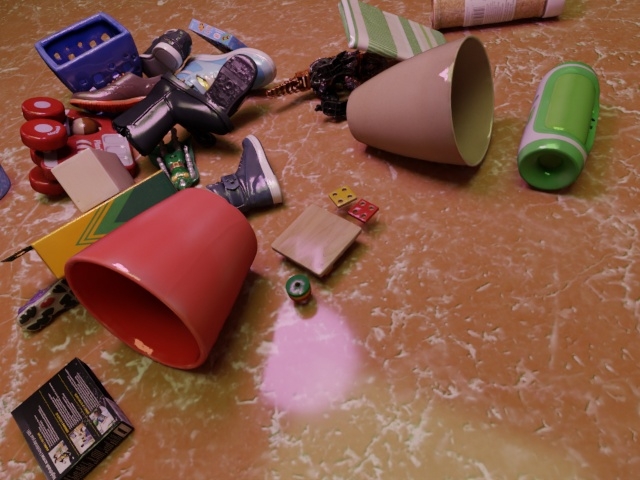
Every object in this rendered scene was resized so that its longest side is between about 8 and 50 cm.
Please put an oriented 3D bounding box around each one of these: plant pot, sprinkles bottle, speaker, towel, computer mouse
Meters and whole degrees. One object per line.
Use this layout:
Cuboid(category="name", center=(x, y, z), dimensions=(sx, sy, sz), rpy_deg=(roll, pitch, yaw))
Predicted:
Cuboid(category="plant pot", center=(0.203, -0.288, 1.011), dimensions=(0.274, 0.256, 0.256), rpy_deg=(5, 51, 36))
Cuboid(category="plant pot", center=(-0.665, -0.513, 1.390), dimensions=(0.236, 0.212, 0.236), rpy_deg=(-37, 52, -17))
Cuboid(category="sprinkles bottle", center=(0.502, -0.687, 1.322), dimensions=(0.355, 0.121, 0.121), rpy_deg=(-2, 51, 12))
Cuboid(category="speaker", center=(0.500, -0.246, 0.964), dimensions=(0.131, 0.131, 0.297), rpy_deg=(15, 56, 23))
Cuboid(category="towel", center=(0.209, -0.531, 1.223), dimensions=(0.324, 0.038, 0.248), rpy_deg=(10, 48, -20))
Cuboid(category="plant pot", center=(-0.255, 0.052, 0.829), dimensions=(0.274, 0.275, 0.243), rpy_deg=(13, 46, 22))
Cuboid(category="computer mouse", center=(-0.288, -0.392, 1.229), dimensions=(0.184, 0.060, 0.262), rpy_deg=(35, 97, 6))

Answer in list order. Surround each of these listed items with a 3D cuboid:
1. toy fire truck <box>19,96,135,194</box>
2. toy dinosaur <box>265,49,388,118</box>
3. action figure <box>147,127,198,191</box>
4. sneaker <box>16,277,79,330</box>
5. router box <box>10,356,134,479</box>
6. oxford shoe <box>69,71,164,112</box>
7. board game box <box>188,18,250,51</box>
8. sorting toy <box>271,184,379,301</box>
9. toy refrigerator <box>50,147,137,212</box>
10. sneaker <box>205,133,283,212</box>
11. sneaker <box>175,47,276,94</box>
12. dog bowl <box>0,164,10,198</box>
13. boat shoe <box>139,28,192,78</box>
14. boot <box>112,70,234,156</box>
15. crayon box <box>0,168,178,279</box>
Cuboid(category="toy fire truck", center=(-0.640, -0.258, 1.234), dimensions=(0.253, 0.169, 0.302), rpy_deg=(-6, 44, -26))
Cuboid(category="toy dinosaur", center=(0.026, -0.423, 1.234), dimensions=(0.322, 0.164, 0.218), rpy_deg=(-32, 35, 10))
Cuboid(category="action figure", center=(-0.366, -0.197, 1.169), dimensions=(0.137, 0.063, 0.232), rpy_deg=(-23, 54, -10))
Cuboid(category="sneaker", center=(-0.553, 0.110, 0.960), dimensions=(0.170, 0.068, 0.071), rpy_deg=(-37, 42, -19))
Cuboid(category="router box", center=(-0.422, 0.304, 0.782), dimensions=(0.179, 0.046, 0.133), rpy_deg=(33, 65, 33))
Cuboid(category="oxford shoe", center=(-0.571, -0.425, 1.319), dimensions=(0.271, 0.098, 0.097), rpy_deg=(-12, 8, -26))
Cuboid(category="board game box", center=(-0.281, -0.597, 1.410), dimensions=(0.211, 0.160, 0.039), rpy_deg=(37, 101, 34))
Cuboid(category="sorting toy", center=(0.000, 0.000, 0.930), dimensions=(0.132, 0.046, 0.274), rpy_deg=(28, 63, 30))
Cuboid(category="toy refrigerator", center=(-0.489, -0.132, 1.019), dimensions=(0.094, 0.102, 0.269), rpy_deg=(-33, 15, -7))
Cuboid(category="sneaker", center=(-0.196, -0.152, 1.073), dimensions=(0.163, 0.086, 0.226), rpy_deg=(-20, 51, -7))
Cuboid(category="sneaker", center=(-0.289, -0.432, 1.299), dimensions=(0.319, 0.127, 0.208), rpy_deg=(5, 50, 29))
Cuboid(category="dog bowl", center=(-0.985, -0.171, 1.277), dimensions=(0.297, 0.074, 0.166), rpy_deg=(20, 59, 25))
Cuboid(category="boat shoe", center=(-0.465, -0.550, 1.389), dimensions=(0.302, 0.114, 0.091), rpy_deg=(12, 65, 50))
Cuboid(category="boot", center=(-0.365, -0.281, 1.140), dimensions=(0.246, 0.094, 0.207), rpy_deg=(36, 78, 12))
Cuboid(category="crayon box", center=(-0.456, -0.018, 0.941), dimensions=(0.323, 0.083, 0.203), rpy_deg=(-37, 16, -25))
